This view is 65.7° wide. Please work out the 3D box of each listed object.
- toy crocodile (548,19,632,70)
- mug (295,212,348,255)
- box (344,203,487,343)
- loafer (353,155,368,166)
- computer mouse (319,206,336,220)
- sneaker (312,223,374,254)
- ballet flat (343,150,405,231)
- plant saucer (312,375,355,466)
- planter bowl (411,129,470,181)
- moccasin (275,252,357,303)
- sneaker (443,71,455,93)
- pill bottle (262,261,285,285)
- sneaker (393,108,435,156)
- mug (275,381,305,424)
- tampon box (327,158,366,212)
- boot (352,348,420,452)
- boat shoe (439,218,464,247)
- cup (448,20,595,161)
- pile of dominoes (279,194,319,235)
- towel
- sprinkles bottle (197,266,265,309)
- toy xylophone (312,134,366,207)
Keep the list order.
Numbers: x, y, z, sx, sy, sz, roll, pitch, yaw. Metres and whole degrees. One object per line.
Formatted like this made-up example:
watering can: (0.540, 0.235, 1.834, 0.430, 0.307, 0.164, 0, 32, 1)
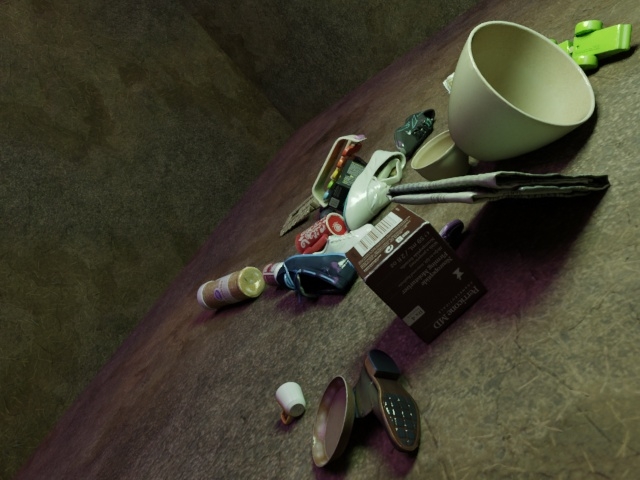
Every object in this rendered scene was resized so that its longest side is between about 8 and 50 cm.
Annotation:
toy crocodile: (0.694, -0.514, 1.375, 0.341, 0.105, 0.115, 2, 91, 64)
mug: (0.008, 0.001, 1.638, 0.169, 0.113, 0.150, -37, 40, 44)
box: (0.189, 0.063, 1.019, 0.168, 0.203, 0.167, -44, 19, 3)
loafer: (0.138, -0.298, 2.096, 0.078, 0.080, 0.220, -58, 16, -9)
computer mouse: (0.018, -0.124, 2.009, 0.071, 0.041, 0.242, -41, 18, 10)
sneaker: (0.069, 0.009, 1.544, 0.212, 0.094, 0.080, -40, 18, 10)
ballet flat: (0.196, -0.187, 1.678, 0.139, 0.139, 0.400, -26, 25, 43)
plant saucer: (0.027, 0.344, 0.943, 0.168, 0.029, 0.168, -160, 90, -79)
planter bowl: (0.358, -0.224, 1.421, 0.162, 0.109, 0.162, -38, 19, 16)
moccasin: (-0.038, 0.111, 1.487, 0.342, 0.138, 0.116, -20, 35, 52)
sneaker: (0.454, -0.455, 1.624, 0.108, 0.169, 0.292, -24, 28, 41)
pill bottle: (-0.137, 0.120, 1.744, 0.086, 0.086, 0.152, -52, 21, -23)
sneaker: (0.353, -0.411, 1.843, 0.106, 0.101, 0.267, -23, 29, 42)
mug: (-0.062, 0.373, 1.126, 0.062, 0.078, 0.064, -15, 22, -17)
tampon box: (0.108, -0.195, 1.817, 0.161, 0.102, 0.120, -65, -2, -46)
boot: (0.112, 0.311, 0.898, 0.219, 0.082, 0.106, -103, 35, -59)
boat shoe: (0.292, 0.011, 1.172, 0.142, 0.049, 0.040, -45, 38, 2)
cup: (0.452, -0.331, 1.226, 0.331, 0.331, 0.237, -58, -1, -35)
pile of dominoes: (-0.086, -0.113, 2.241, 0.251, 0.040, 0.195, -38, 19, 41)
towel: (0.350, -0.097, 1.012, 0.324, 0.313, 0.056, 1, 93, 64)
sprinkles bottle: (-0.365, 0.197, 1.990, 0.356, 0.121, 0.121, -22, 29, 48)
toy xylophone: (0.076, -0.294, 1.970, 0.236, 0.081, 0.322, -43, -17, -57)
